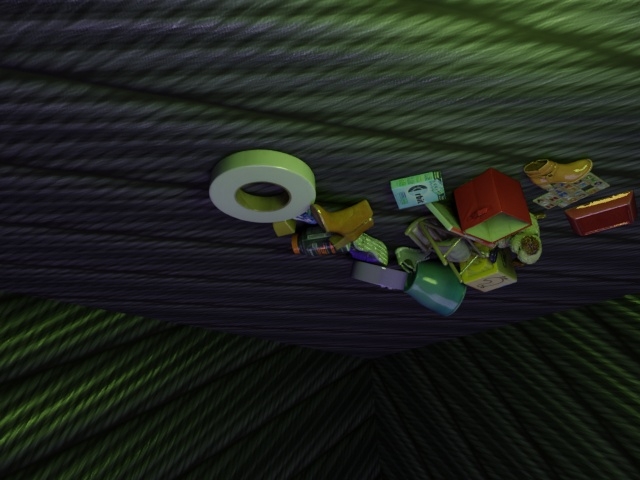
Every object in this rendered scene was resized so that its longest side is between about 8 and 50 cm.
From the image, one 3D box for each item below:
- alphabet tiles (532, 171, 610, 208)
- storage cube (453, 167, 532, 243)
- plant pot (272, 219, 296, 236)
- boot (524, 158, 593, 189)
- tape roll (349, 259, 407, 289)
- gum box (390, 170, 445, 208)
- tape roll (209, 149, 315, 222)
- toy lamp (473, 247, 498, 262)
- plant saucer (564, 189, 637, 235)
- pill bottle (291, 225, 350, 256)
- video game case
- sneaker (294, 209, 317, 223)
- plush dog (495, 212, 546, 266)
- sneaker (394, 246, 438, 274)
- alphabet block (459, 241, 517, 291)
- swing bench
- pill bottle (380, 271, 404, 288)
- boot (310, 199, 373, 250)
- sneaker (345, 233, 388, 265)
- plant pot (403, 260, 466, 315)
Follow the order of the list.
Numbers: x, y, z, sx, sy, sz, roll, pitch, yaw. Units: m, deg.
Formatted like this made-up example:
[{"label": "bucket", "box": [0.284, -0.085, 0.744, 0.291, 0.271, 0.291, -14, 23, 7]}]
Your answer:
[{"label": "alphabet tiles", "box": [0.988, -0.194, 1.800, 0.198, 0.009, 0.237, 16, 147, -32]}, {"label": "storage cube", "box": [0.647, -0.126, 1.705, 0.215, 0.193, 0.183, 15, 148, -32]}, {"label": "plant pot", "box": [-0.157, -0.079, 1.866, 0.081, 0.081, 0.083, -13, 139, 20]}, {"label": "boot", "box": [0.843, -0.255, 1.605, 0.152, 0.073, 0.197, 26, 140, -36]}, {"label": "tape roll", "box": [0.288, 0.169, 2.234, 0.275, 0.090, 0.275, 14, 180, 0]}, {"label": "gum box", "box": [0.375, -0.191, 1.723, 0.184, 0.041, 0.157, -11, 151, 16]}, {"label": "tape roll", "box": [-0.209, -0.186, 1.657, 0.392, 0.072, 0.392, -1, 152, -1]}, {"label": "toy lamp", "box": [0.676, 0.050, 2.101, 0.274, 0.080, 0.080, 12, 161, 29]}, {"label": "plant saucer", "box": [1.226, -0.103, 1.957, 0.259, 0.048, 0.258, -20, 148, 30]}, {"label": "pill bottle", "box": [0.000, 0.000, 1.971, 0.245, 0.130, 0.130, -8, 152, 12]}, {"label": "video game case", "box": [0.558, -0.070, 1.812, 0.285, 0.204, 0.025, 17, 119, -33]}, {"label": "sneaker", "box": [-0.052, -0.107, 1.844, 0.144, 0.053, 0.059, 7, 149, -20]}, {"label": "plush dog", "box": [0.870, -0.005, 1.921, 0.210, 0.225, 0.262, -7, 152, 10]}, {"label": "sneaker", "box": [0.477, 0.107, 2.213, 0.228, 0.132, 0.086, 4, 152, -11]}, {"label": "alphabet block", "box": [0.812, 0.120, 2.201, 0.197, 0.193, 0.192, 20, 144, -37]}, {"label": "swing bench", "box": [0.543, 0.017, 1.971, 0.165, 0.255, 0.253, -49, 141, 6]}, {"label": "pill bottle", "box": [0.415, 0.221, 2.473, 0.169, 0.094, 0.094, -1, 153, -1]}, {"label": "boot", "box": [0.094, -0.102, 1.776, 0.211, 0.104, 0.295, -38, 139, -4]}, {"label": "sneaker", "box": [0.200, 0.047, 2.129, 0.146, 0.102, 0.293, -16, 147, 38]}, {"label": "plant pot", "box": [0.570, 0.223, 2.332, 0.255, 0.272, 0.271, 20, 148, -12]}]
